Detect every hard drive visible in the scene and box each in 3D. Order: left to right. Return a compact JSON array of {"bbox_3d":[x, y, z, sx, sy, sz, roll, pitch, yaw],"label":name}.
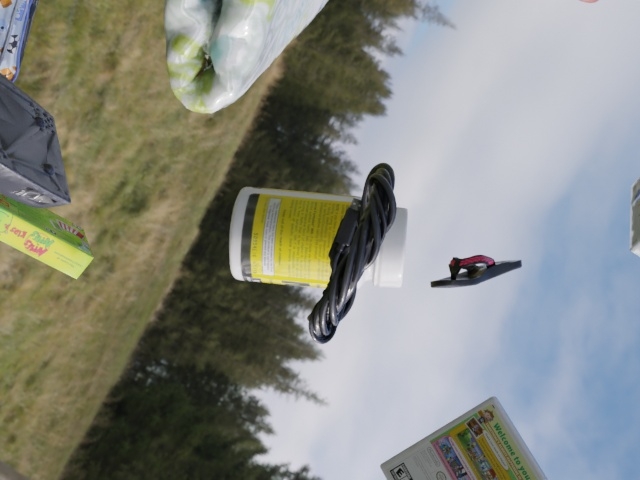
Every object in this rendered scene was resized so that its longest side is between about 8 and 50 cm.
[{"bbox_3d":[-0.396,-0.144,0.864,0.054,0.254,0.172,-30,-123,11],"label":"hard drive"}]

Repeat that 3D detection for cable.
[{"bbox_3d":[0.036,0.017,0.754,0.150,0.047,0.184,130,-17,-73],"label":"cable"}]

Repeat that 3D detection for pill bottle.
[{"bbox_3d":[0.000,0.000,0.941,0.119,0.208,0.119,5,90,-85],"label":"pill bottle"}]

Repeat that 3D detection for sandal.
[{"bbox_3d":[0.219,0.037,1.087,0.067,0.179,0.040,-3,-82,50],"label":"sandal"}]

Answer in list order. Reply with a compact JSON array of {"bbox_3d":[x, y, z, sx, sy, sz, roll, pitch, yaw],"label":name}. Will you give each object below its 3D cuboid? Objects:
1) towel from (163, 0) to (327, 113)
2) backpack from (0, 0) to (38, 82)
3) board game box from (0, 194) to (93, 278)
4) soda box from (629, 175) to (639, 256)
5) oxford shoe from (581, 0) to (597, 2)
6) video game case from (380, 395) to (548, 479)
[{"bbox_3d":[-0.008,-0.317,0.579,0.320,0.090,0.374,-62,173,-57],"label":"towel"},{"bbox_3d":[-0.495,-0.332,0.962,0.276,0.263,0.213,-66,-156,18],"label":"backpack"},{"bbox_3d":[-0.410,-0.022,1.061,0.043,0.181,0.092,-50,-143,6],"label":"board game box"},{"bbox_3d":[0.410,-0.037,0.884,0.074,0.069,0.216,-59,174,31],"label":"soda box"},{"bbox_3d":[0.315,-0.491,1.116,0.130,0.348,0.123,-44,-152,52],"label":"oxford shoe"},{"bbox_3d":[0.211,0.351,1.027,0.193,0.212,0.023,-35,157,13],"label":"video game case"}]
